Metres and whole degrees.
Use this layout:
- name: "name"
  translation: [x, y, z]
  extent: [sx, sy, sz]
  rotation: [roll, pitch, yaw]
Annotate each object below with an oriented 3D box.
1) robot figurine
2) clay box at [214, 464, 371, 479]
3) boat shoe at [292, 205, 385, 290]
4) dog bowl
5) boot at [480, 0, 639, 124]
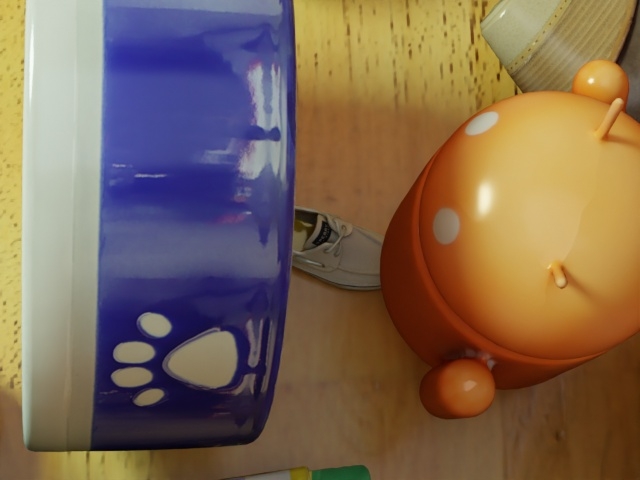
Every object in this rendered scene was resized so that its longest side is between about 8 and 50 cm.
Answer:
- name: "robot figurine"
  translation: [0.099, 0.002, 0.715]
  extent: [0.158, 0.219, 0.128]
  rotation: [-25, 82, -12]
- name: "clay box"
  translation: [-0.078, 0.187, 0.735]
  extent: [0.222, 0.053, 0.127]
  rotation: [-6, 80, -10]
- name: "boat shoe"
  translation: [0.000, 0.000, 0.798]
  extent: [0.100, 0.035, 0.035]
  rotation: [20, 75, -2]
- name: "dog bowl"
  translation: [-0.081, -0.036, 0.678]
  extent: [0.104, 0.265, 0.265]
  rotation: [1, 77, -9]
- name: "boot"
  translation: [0.231, -0.128, 0.842]
  extent: [0.207, 0.090, 0.248]
  rotation: [42, 78, -4]
